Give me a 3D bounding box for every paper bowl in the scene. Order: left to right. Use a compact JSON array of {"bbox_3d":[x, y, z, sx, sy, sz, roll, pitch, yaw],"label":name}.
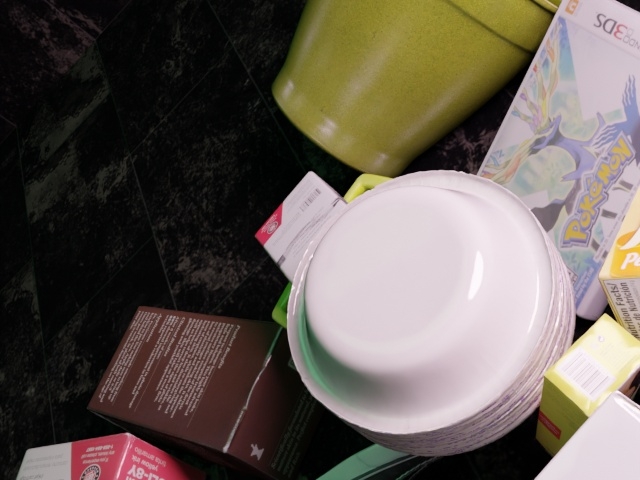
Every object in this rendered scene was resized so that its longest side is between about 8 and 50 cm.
[{"bbox_3d":[0.098,0.060,1.050,0.284,0.148,0.284,-14,58,23],"label":"paper bowl"}]

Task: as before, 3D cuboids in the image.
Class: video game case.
[{"bbox_3d":[0.319,-0.117,1.275,0.329,0.036,0.300,-66,30,20],"label":"video game case"}]

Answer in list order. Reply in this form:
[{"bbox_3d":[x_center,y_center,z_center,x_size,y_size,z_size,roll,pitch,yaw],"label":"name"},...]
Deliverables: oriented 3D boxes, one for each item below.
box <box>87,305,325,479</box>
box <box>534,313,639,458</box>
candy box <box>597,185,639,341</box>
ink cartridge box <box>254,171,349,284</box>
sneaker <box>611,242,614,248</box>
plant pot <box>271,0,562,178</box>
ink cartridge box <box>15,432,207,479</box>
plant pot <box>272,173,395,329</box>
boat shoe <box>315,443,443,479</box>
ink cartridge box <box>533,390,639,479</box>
[{"bbox_3d":[-0.164,0.217,1.550,0.381,0.143,0.191,2,61,52],"label":"box"},{"bbox_3d":[0.255,0.154,1.007,0.087,0.232,0.058,-43,67,-10],"label":"box"},{"bbox_3d":[0.415,-0.008,0.878,0.316,0.087,0.183,-7,35,41],"label":"candy box"},{"bbox_3d":[0.000,0.000,1.252,0.109,0.063,0.150,-48,35,5],"label":"ink cartridge box"},{"bbox_3d":[0.437,0.042,1.027,0.319,0.127,0.208,-33,37,40],"label":"sneaker"},{"bbox_3d":[0.116,-0.292,1.527,0.353,0.366,0.366,-52,33,21],"label":"plant pot"},{"bbox_3d":[-0.352,0.492,1.500,0.279,0.160,0.385,-16,49,41],"label":"ink cartridge box"},{"bbox_3d":[0.118,0.076,1.286,0.227,0.207,0.228,22,78,55],"label":"plant pot"},{"bbox_3d":[0.044,0.319,1.257,0.301,0.108,0.102,-35,71,17],"label":"boat shoe"},{"bbox_3d":[0.243,0.251,0.904,0.121,0.289,0.211,41,92,23],"label":"ink cartridge box"}]
